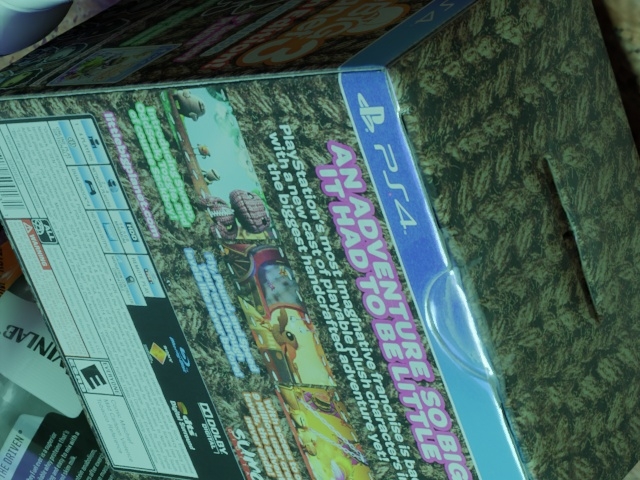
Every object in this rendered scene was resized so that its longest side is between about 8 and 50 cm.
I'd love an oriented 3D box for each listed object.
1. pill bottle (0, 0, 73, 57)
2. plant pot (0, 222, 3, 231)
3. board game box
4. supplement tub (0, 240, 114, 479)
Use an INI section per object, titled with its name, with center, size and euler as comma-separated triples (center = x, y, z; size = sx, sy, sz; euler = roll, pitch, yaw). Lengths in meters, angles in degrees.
[pill bottle]
center = -0.192, -0.143, 0.954
size = 0.193, 0.108, 0.108
euler = -10, 127, 48
[plant pot]
center = -0.316, 0.030, 1.210
size = 0.167, 0.165, 0.167
euler = 17, 158, 7
[board game box]
center = 0.000, 0.000, 0.885
size = 0.291, 0.141, 0.232
euler = 1, 120, 43
[supplement tub]
center = -0.096, 0.141, 1.163
size = 0.316, 0.193, 0.193
euler = 31, 148, 5
